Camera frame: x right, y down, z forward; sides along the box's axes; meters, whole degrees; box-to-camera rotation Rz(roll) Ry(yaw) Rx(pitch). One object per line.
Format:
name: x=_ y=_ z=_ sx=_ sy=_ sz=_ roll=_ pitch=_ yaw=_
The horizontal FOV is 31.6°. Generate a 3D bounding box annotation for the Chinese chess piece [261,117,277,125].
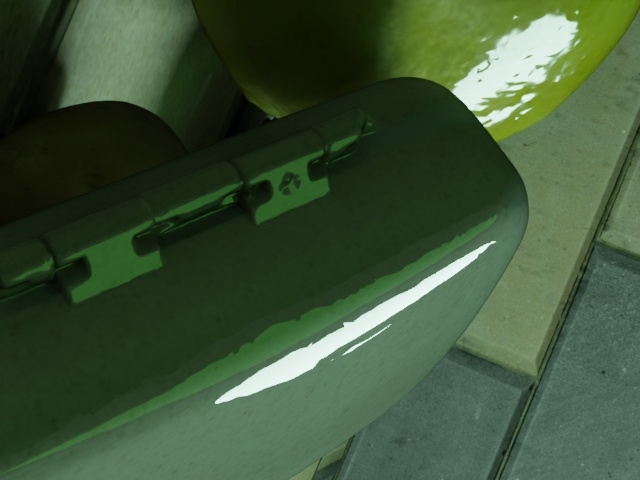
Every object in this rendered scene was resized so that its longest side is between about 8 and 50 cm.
Chinese chess piece: x=0.000 y=0.000 z=0.913 sx=0.270 sy=0.112 sz=0.270 roll=-54 pitch=-156 yaw=39

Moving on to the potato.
potato: x=-0.125 y=-0.021 z=0.602 sx=0.147 sy=0.112 sz=0.112 roll=-24 pitch=136 yaw=-61

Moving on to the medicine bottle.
medicine bottle: x=-0.077 y=0.067 z=0.551 sx=0.375 sy=0.123 sz=0.282 roll=-26 pitch=159 yaw=-31

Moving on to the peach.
peach: x=0.063 y=-0.202 z=0.675 sx=0.315 sy=0.281 sz=0.314 roll=-64 pitch=176 yaw=23
